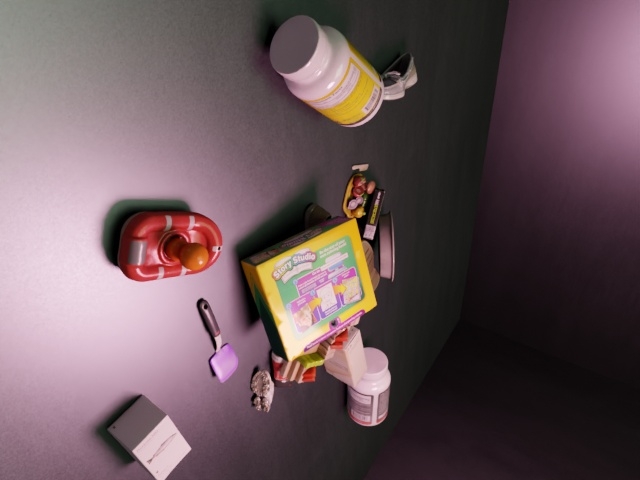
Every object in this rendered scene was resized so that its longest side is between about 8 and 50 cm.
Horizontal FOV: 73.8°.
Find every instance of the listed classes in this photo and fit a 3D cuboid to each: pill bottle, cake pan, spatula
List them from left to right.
[{"bbox_3d":[-0.290,0.277,1.196,0.084,0.030,0.296,-42,139,-39],"label":"spatula"},{"bbox_3d":[0.022,-0.438,1.126,0.334,0.188,0.187,10,98,-59],"label":"pill bottle"},{"bbox_3d":[0.239,0.721,2.109,0.210,0.210,0.362,-36,135,-44],"label":"pill bottle"},{"bbox_3d":[0.267,0.023,1.757,0.293,0.054,0.293,-2,90,-84],"label":"cake pan"}]

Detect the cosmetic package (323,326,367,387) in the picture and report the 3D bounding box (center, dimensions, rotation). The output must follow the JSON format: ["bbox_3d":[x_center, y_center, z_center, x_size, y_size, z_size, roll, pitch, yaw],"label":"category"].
[{"bbox_3d":[0.089,0.466,1.780,0.113,0.160,0.309,-48,142,-31],"label":"cosmetic package"}]

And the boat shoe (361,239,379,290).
[{"bbox_3d":[0.156,0.102,1.726,0.113,0.103,0.302,-56,147,-27],"label":"boat shoe"}]

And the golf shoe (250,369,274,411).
[{"bbox_3d":[-0.192,0.498,1.465,0.086,0.069,0.176,-57,156,-60],"label":"golf shoe"}]

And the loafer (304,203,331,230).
[{"bbox_3d":[0.000,0.000,1.438,0.094,0.088,0.251,-41,138,-40],"label":"loafer"}]

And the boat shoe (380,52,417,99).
[{"bbox_3d":[0.255,-0.570,1.497,0.320,0.118,0.103,-45,135,-42],"label":"boat shoe"}]

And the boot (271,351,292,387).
[{"bbox_3d":[-0.080,0.431,1.567,0.244,0.088,0.176,-23,127,-41],"label":"boot"}]

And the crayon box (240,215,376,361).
[{"bbox_3d":[-0.020,0.135,1.301,0.363,0.106,0.312,-26,110,-30],"label":"crayon box"}]

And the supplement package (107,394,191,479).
[{"bbox_3d":[-0.415,0.488,1.047,0.105,0.105,0.179,-45,141,-35],"label":"supplement package"}]

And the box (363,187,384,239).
[{"bbox_3d":[0.211,-0.110,1.681,0.184,0.045,0.190,-41,145,-78],"label":"box"}]

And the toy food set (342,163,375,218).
[{"bbox_3d":[0.154,-0.176,1.596,0.128,0.071,0.217,-8,113,-56],"label":"toy food set"}]

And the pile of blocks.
[{"bbox_3d":[0.012,0.342,1.443,0.362,0.113,0.149,-54,142,-3],"label":"pile of blocks"}]

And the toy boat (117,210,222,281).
[{"bbox_3d":[-0.300,0.020,0.915,0.231,0.151,0.150,-7,113,-56],"label":"toy boat"}]
